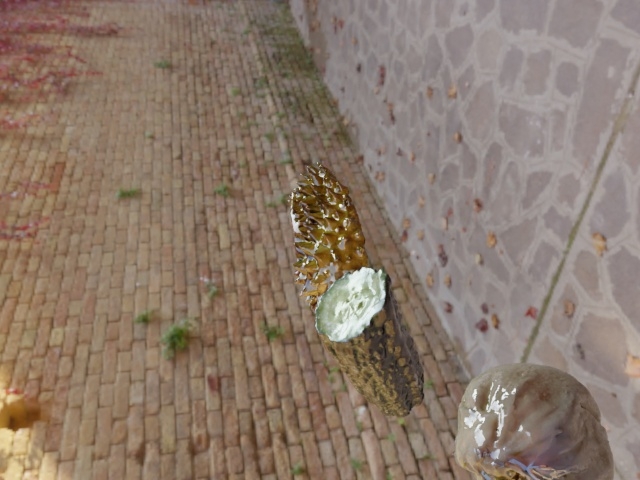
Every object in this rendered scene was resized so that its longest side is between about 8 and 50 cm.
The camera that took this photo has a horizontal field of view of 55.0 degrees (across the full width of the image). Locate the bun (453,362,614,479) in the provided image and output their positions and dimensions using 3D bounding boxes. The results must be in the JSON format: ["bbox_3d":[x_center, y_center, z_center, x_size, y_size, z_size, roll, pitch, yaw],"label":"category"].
[{"bbox_3d":[0.357,0.352,1.055,0.204,0.281,0.282,-32,-53,-60],"label":"bun"}]

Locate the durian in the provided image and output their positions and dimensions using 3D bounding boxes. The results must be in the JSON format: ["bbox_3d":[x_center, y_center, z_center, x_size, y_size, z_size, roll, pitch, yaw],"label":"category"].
[{"bbox_3d":[0.001,-0.001,1.104,0.191,0.112,0.342,111,151,-63],"label":"durian"}]

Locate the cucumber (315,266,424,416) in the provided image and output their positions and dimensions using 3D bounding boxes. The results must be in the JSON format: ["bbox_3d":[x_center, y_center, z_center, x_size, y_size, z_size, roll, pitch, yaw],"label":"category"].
[{"bbox_3d":[0.059,0.113,0.580,0.265,0.077,0.077,60,-166,-51],"label":"cucumber"}]
